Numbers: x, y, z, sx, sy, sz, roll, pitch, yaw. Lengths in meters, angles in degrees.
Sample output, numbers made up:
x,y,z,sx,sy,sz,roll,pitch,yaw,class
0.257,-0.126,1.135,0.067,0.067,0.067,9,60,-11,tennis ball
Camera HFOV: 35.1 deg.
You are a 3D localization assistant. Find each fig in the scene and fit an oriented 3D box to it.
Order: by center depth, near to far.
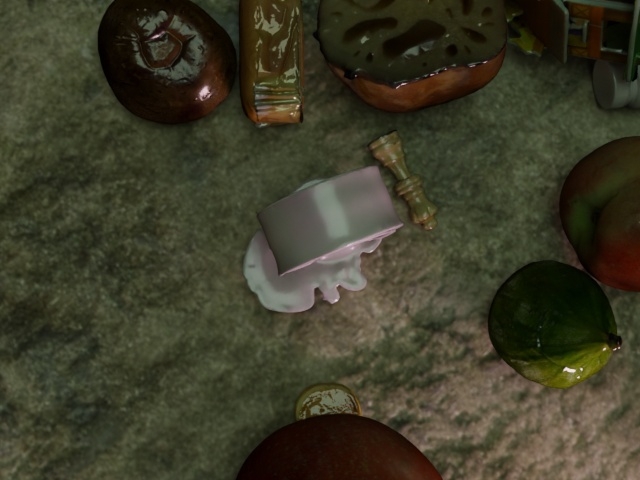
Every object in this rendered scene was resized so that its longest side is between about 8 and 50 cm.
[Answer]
x,y,z,sx,sy,sz,roll,pitch,yaw,class
0.371,0.131,1.551,0.203,0.235,0.203,0,88,-7,fig

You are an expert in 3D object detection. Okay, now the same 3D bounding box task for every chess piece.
x,y,z,sx,sy,sz,roll,pitch,yaw,class
0.140,-0.094,1.642,0.060,0.060,0.172,-28,91,-8,chess piece

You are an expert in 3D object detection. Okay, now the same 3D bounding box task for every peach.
x,y,z,sx,sy,sz,roll,pitch,yaw,class
0.507,-0.040,1.581,0.252,0.252,0.252,1,83,-6,peach

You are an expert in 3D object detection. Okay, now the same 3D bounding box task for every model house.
x,y,z,sx,sy,sz,roll,pitch,yaw,class
0.406,-0.477,1.614,0.313,0.242,0.358,17,67,18,model house

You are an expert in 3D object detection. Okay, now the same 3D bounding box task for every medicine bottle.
x,y,z,sx,sy,sz,roll,pitch,yaw,class
0.557,-0.274,1.680,0.186,0.103,0.103,-9,85,-7,medicine bottle

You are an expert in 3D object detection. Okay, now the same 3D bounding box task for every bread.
x,y,z,sx,sy,sz,roll,pitch,yaw,class
0.012,0.277,1.602,0.110,0.024,0.110,1,83,-6,bread
-0.077,-0.306,1.605,0.107,0.136,0.241,-1,83,-4,bread

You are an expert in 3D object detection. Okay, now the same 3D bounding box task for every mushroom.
x,y,z,sx,sy,sz,roll,pitch,yaw,class
-0.246,-0.288,1.584,0.231,0.138,0.194,28,82,-2,mushroom

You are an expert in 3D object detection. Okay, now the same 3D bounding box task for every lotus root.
x,y,z,sx,sy,sz,roll,pitch,yaw,class
0.132,-0.339,1.589,0.316,0.250,0.316,-1,77,4,lotus root

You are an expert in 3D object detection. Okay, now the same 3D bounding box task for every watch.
x,y,z,sx,sy,sz,roll,pitch,yaw,class
0.000,0.000,1.531,0.244,0.231,0.196,-23,89,-11,watch

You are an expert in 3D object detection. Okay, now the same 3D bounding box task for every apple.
x,y,z,sx,sy,sz,roll,pitch,yaw,class
0.034,0.424,1.456,0.348,0.277,0.348,0,89,-7,apple
